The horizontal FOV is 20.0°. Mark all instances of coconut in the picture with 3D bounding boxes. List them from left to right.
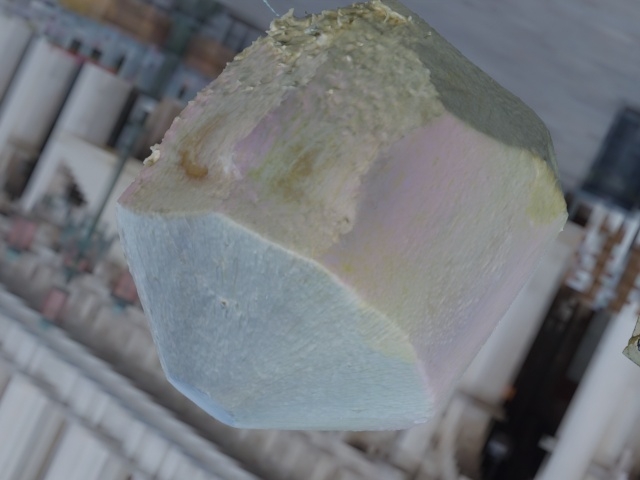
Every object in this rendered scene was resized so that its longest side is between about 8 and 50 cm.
[{"bbox_3d":[0.000,0.000,1.331,0.297,0.309,0.297,31,155,17],"label":"coconut"}]

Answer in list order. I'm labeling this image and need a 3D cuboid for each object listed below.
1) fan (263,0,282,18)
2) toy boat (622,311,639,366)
[{"bbox_3d":[0.004,-0.163,1.642,0.010,0.182,0.310,-23,-126,-26],"label":"fan"},{"bbox_3d":[0.198,0.006,0.920,0.047,0.149,0.049,41,-146,22],"label":"toy boat"}]
